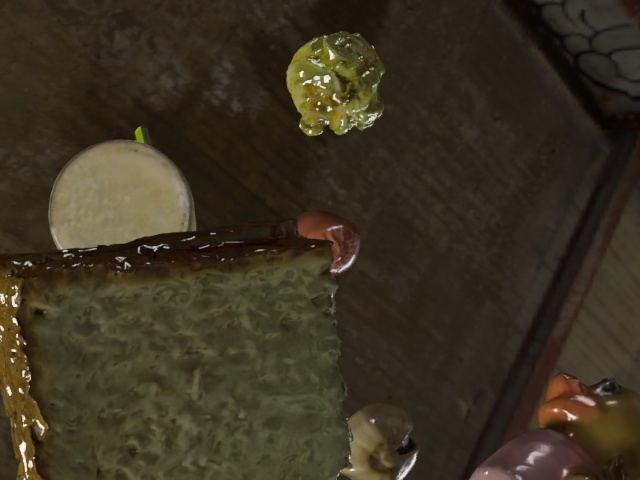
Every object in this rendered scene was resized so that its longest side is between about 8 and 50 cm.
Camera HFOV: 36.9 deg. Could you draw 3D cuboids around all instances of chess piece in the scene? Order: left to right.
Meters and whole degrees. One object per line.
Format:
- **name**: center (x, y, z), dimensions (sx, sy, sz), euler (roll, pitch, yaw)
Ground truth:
- **chess piece**: center (-0.217, 0.000, 1.187), dimensions (0.167, 0.299, 0.167), euler (0, -103, 0)

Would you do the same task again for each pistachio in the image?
- **pistachio**: center (0.073, 0.265, 1.238), dimensions (0.113, 0.149, 0.113), euler (0, -89, 5)

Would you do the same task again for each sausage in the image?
- **sausage**: center (0.000, 0.000, 1.121), dimensions (0.077, 0.194, 0.077), euler (-1, -85, -9)

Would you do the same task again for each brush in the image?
- **brush**: center (-0.282, -0.146, 1.546), dimensions (0.021, 0.019, 0.083), euler (16, -132, -41)

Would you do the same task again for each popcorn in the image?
- **popcorn**: center (0.029, -0.277, 1.725), dimensions (0.167, 0.185, 0.187), euler (5, -105, -64)

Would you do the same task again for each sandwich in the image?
- **sandwich**: center (-0.114, 0.155, 0.756), dimensions (0.262, 0.131, 0.325), euler (-8, -85, -29)

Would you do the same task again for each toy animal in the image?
- **toy animal**: center (0.266, 0.248, 1.000), dimensions (0.281, 0.195, 0.169), euler (-42, -86, -28)
